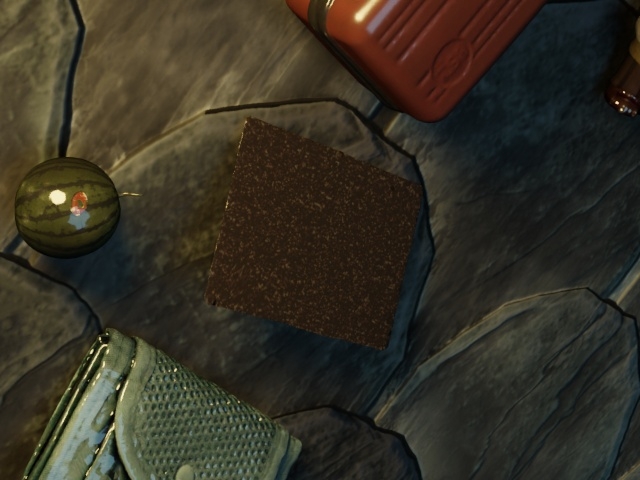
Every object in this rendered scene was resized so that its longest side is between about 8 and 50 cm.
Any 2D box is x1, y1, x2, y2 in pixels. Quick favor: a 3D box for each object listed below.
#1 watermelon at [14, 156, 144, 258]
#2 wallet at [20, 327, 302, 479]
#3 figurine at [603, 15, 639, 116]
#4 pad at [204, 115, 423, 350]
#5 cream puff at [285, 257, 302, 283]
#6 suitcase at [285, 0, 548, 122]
[{"bbox_3d":[-0.246,-0.036,1.522,0.133,0.105,0.105,-11,126,-13],"label":"watermelon"},{"bbox_3d":[-0.175,0.275,1.764,0.342,0.075,0.237,37,73,-38],"label":"wallet"},{"bbox_3d":[0.500,-0.309,1.915,0.365,0.218,0.206,-61,173,13],"label":"figurine"},{"bbox_3d":[0.000,0.000,1.776,0.330,0.004,0.220,19,82,-46],"label":"pad"},{"bbox_3d":[-0.063,0.041,1.773,0.083,0.058,0.083,5,97,-26],"label":"cream puff"},{"bbox_3d":[0.127,-0.297,1.626,0.297,0.161,0.236,-50,137,-2],"label":"suitcase"}]
